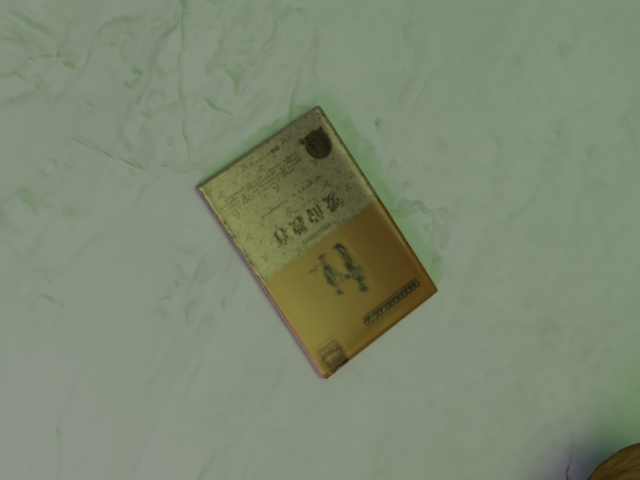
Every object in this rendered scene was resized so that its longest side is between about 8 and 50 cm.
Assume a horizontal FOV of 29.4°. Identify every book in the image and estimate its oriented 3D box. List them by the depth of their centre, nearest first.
[{"bbox_3d":[0.000,0.000,0.915,0.118,0.012,0.172,-36,98,-20],"label":"book"}]

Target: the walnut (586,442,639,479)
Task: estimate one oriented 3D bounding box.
[{"bbox_3d":[0.275,0.255,0.909,0.221,0.195,0.195,35,73,-7],"label":"walnut"}]
